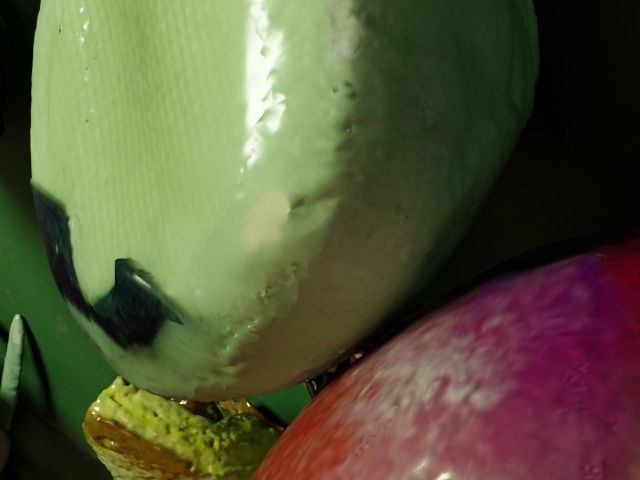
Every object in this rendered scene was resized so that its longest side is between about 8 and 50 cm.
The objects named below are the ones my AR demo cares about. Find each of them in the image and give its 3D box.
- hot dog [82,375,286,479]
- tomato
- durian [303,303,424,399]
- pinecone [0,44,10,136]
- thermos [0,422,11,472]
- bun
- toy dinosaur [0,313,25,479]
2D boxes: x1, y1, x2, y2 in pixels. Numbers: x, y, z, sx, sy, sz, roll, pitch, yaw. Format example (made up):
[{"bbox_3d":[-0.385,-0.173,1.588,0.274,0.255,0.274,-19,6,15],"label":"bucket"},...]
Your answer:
[{"bbox_3d":[-0.058,0.149,1.075,0.123,0.093,0.261,13,148,29],"label":"hot dog"},{"bbox_3d":[0.087,0.092,0.678,0.290,0.335,0.176,-13,88,35],"label":"tomato"},{"bbox_3d":[0.001,0.002,0.888,0.187,0.119,0.108,43,-175,28],"label":"durian"},{"bbox_3d":[-0.268,-0.096,0.998,0.150,0.179,0.195,37,171,39],"label":"pinecone"},{"bbox_3d":[-0.303,0.092,1.253,0.193,0.137,0.105,49,-173,31],"label":"thermos"},{"bbox_3d":[-0.008,-0.067,0.733,0.283,0.179,0.283,-15,73,59],"label":"bun"},{"bbox_3d":[-0.274,0.189,1.361,0.205,0.092,0.393,41,147,20],"label":"toy dinosaur"}]
